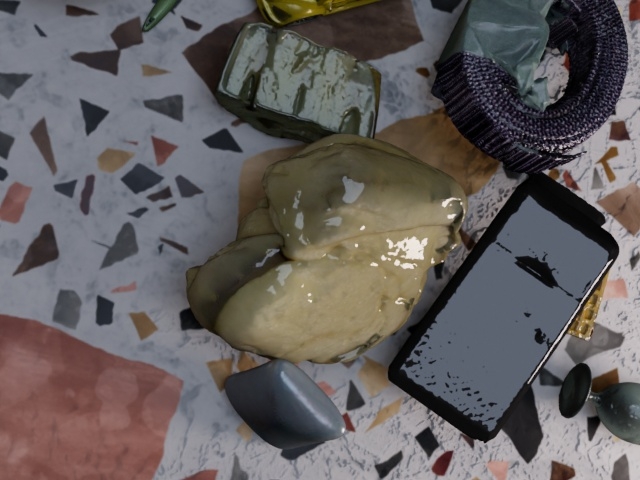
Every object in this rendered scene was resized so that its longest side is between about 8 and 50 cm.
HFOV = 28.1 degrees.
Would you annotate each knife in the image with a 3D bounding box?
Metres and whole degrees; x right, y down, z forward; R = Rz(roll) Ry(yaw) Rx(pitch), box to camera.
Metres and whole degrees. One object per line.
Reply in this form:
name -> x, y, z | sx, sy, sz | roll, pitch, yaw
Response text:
knife -> -0.192, -0.375, 1.807 | 0.030, 0.014, 0.207 | 39, 76, -12

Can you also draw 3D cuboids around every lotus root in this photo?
lotus root -> -0.031, -0.208, 1.785 | 0.235, 0.138, 0.119 | 19, 77, -15

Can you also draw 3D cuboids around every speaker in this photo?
speaker -> 0.273, 0.084, 1.862 | 0.180, 0.184, 0.388 | 35, 90, 1

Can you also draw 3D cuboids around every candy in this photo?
candy -> -0.052, 0.227, 1.739 | 0.138, 0.174, 0.071 | 47, 60, -10

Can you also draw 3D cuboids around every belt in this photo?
belt -> 0.316, -0.265, 1.875 | 0.260, 0.122, 0.324 | 29, 69, -8

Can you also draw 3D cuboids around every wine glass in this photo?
wine glass -> 0.469, 0.258, 1.933 | 0.202, 0.093, 0.092 | 23, 82, -14

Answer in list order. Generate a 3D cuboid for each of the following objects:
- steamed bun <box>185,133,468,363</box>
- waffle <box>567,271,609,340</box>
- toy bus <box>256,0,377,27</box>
steamed bun -> 0.005, -0.001, 1.722 | 0.372, 0.230, 0.325 | -46, 140, 17
waffle -> 0.390, 0.078, 1.953 | 0.092, 0.021, 0.135 | 17, 83, -15
toy bus -> 0.065, -0.410, 1.812 | 0.330, 0.152, 0.144 | -18, 94, -16
